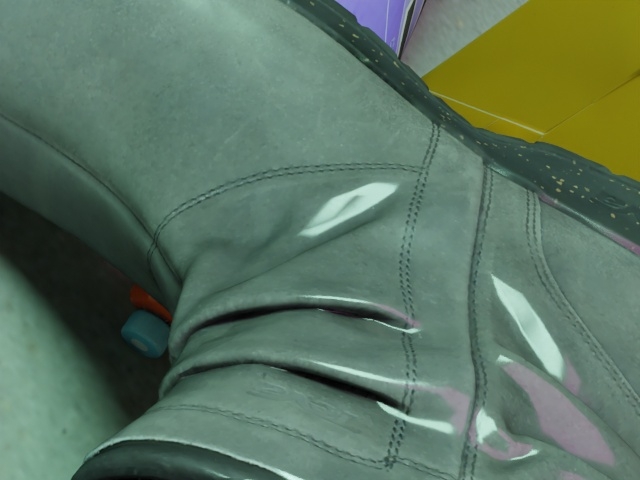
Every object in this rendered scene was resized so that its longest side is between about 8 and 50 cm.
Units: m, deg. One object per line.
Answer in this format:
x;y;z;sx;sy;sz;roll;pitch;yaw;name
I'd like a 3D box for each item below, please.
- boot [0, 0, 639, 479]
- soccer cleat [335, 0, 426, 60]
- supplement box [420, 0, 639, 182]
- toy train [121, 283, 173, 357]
-0.027;0.017;0.522;0.338;0.118;0.222;21;34;10;boot
0.031;-0.177;0.817;0.108;0.116;0.318;39;43;-22;soccer cleat
0.193;-0.057;0.840;0.194;0.191;0.129;5;61;-45;supplement box
0.000;0.000;0.684;0.125;0.046;0.166;50;60;-24;toy train
